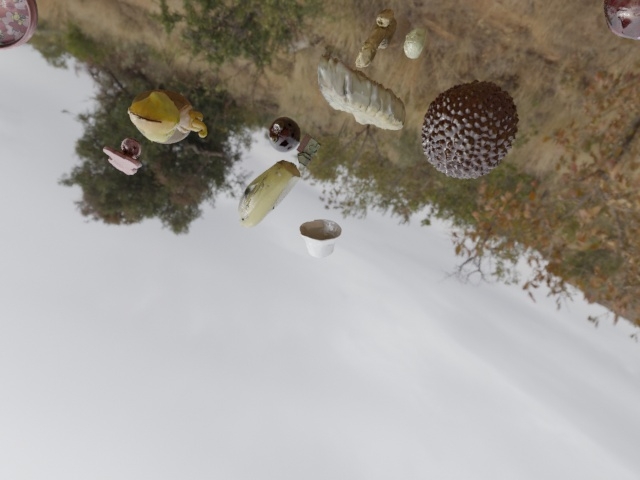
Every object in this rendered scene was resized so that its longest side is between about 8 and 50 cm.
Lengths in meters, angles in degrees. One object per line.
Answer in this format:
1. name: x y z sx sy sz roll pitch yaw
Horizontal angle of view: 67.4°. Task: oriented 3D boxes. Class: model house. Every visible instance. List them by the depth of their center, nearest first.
1. model house: -0.043 -0.272 1.453 0.058 0.083 0.057 35 -166 -6

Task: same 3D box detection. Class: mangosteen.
1. mangosteen: -0.159 -0.448 2.032 0.152 0.153 0.152 23 -169 -5

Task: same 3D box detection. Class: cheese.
1. cheese: -0.212 -0.174 1.881 0.128 0.316 0.259 46 -169 5

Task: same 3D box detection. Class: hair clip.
1. hair clip: -0.650 -0.260 1.582 0.123 0.138 0.102 31 -142 -13

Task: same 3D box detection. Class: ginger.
1. ginger: 0.178 -0.618 1.483 0.058 0.214 0.133 29 -177 11

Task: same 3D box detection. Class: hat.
1. hat: 0.000 0.000 2.190 0.202 0.126 0.203 -1 -150 1

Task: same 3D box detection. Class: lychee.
1. lychee: 0.482 -0.364 1.556 0.305 0.331 0.306 5 171 1

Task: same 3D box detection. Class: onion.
1. onion: 0.960 -0.696 1.385 0.219 0.252 0.252 24 -172 -37

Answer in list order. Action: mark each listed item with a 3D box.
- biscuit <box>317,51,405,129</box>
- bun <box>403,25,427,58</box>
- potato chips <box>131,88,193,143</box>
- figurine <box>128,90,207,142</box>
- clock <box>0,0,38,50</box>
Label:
1. biscuit: 0.092 -0.284 0.984 0.179 0.084 0.281 32 -168 15
2. bun: 0.342 -0.722 1.742 0.069 0.115 0.115 16 -169 -2
3. potato chips: -0.544 -0.429 1.661 0.208 0.195 0.062 39 -173 -30
4. figurine: -0.457 -0.366 1.446 0.131 0.157 0.246 26 -156 29
5. clock: -0.883 -0.623 1.262 0.244 0.244 0.056 17 -146 -33
